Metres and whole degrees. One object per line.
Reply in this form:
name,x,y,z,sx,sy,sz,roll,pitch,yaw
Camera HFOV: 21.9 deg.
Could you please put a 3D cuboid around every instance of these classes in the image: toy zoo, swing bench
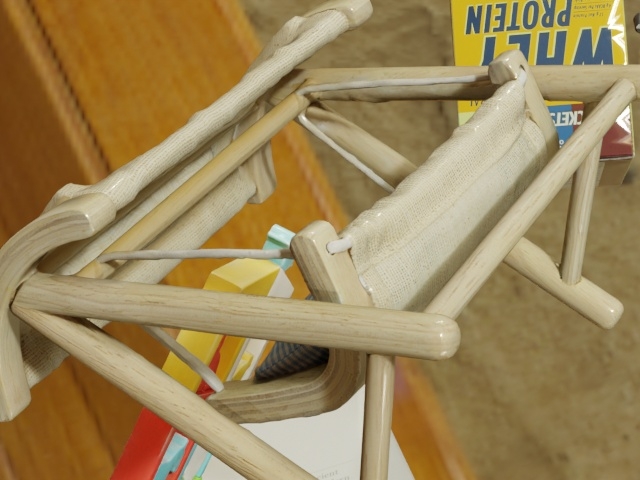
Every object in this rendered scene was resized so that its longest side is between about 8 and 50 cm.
toy zoo,-0.095,0.121,1.297,0.030,0.192,0.293,26,94,10
swing bench,0.000,0.000,0.828,0.255,0.253,0.165,20,129,22

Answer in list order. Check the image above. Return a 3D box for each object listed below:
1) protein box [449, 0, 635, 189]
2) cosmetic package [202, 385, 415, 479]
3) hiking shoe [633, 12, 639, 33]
protein box,0.181,-0.149,1.372,0.136,0.201,0.199,-4,86,7
cosmetic package,-0.027,0.346,1.449,0.230,0.453,0.161,-19,124,11
hiking shoe,0.263,-0.074,0.973,0.114,0.227,0.086,-14,43,24
